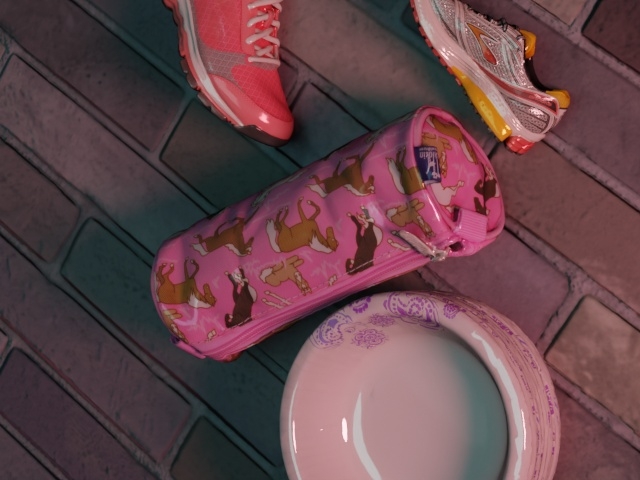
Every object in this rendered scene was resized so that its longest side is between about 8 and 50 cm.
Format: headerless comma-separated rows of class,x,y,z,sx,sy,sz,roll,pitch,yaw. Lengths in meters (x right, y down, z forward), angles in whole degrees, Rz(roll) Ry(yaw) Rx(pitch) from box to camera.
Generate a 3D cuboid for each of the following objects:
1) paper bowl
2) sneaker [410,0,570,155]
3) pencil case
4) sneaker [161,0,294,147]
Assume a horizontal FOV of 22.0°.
paper bowl,0.111,0.191,1.702,0.284,0.148,0.284,1,92,30
sneaker,0.173,-0.202,1.696,0.092,0.088,0.225,-37,89,18
pencil case,0.000,0.000,1.754,0.386,0.167,0.160,-25,98,28
sneaker,-0.093,-0.255,1.826,0.136,0.116,0.314,-32,76,25
